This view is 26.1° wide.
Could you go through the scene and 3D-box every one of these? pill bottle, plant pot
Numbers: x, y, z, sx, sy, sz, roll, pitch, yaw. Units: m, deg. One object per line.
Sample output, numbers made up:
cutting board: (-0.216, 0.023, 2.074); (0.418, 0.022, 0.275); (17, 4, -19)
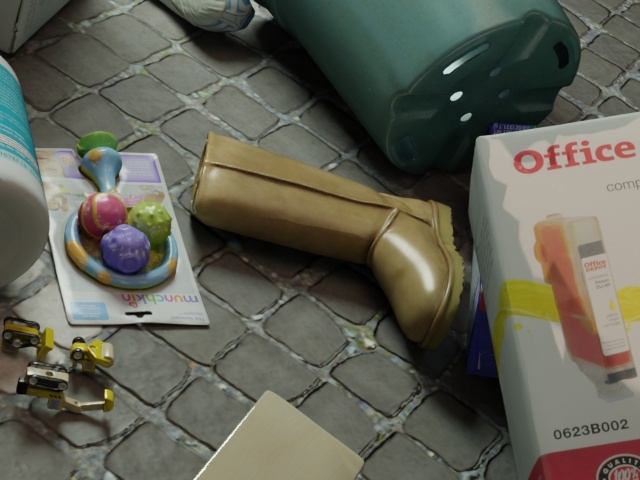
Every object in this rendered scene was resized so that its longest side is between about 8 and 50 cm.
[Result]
pill bottle: (-0.335, -0.086, 1.250); (0.146, 0.146, 0.264); (4, 41, -25)
plant pot: (0.115, -0.279, 1.617); (0.341, 0.341, 0.334); (-7, 55, -35)

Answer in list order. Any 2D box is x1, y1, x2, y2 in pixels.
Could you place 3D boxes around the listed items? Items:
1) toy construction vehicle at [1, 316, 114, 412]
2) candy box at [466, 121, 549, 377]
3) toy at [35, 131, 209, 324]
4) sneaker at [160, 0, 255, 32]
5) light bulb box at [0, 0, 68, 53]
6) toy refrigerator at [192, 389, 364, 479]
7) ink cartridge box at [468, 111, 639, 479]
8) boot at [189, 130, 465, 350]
toy construction vehicle: (-0.224, 0.109, 1.170); (0.098, 0.035, 0.086); (13, 27, -19)
candy box: (0.295, 0.012, 1.445); (0.268, 0.122, 0.317); (5, 37, 5)
toy: (-0.192, -0.022, 1.325); (0.137, 0.056, 0.237); (1, 42, -26)
sneaker: (-0.172, -0.329, 1.711); (0.237, 0.085, 0.086); (45, 15, 31)
light bulb box: (-0.413, -0.456, 1.489); (0.361, 0.358, 0.225); (24, 38, 2)
toy refrigerator: (-0.077, 0.240, 1.037); (0.102, 0.094, 0.269); (36, 38, 4)
ink cartridge box: (0.294, 0.086, 1.187); (0.279, 0.160, 0.385); (-9, 66, 0)
boot: (0.000, 0.000, 1.388); (0.269, 0.089, 0.236); (17, 26, -10)
